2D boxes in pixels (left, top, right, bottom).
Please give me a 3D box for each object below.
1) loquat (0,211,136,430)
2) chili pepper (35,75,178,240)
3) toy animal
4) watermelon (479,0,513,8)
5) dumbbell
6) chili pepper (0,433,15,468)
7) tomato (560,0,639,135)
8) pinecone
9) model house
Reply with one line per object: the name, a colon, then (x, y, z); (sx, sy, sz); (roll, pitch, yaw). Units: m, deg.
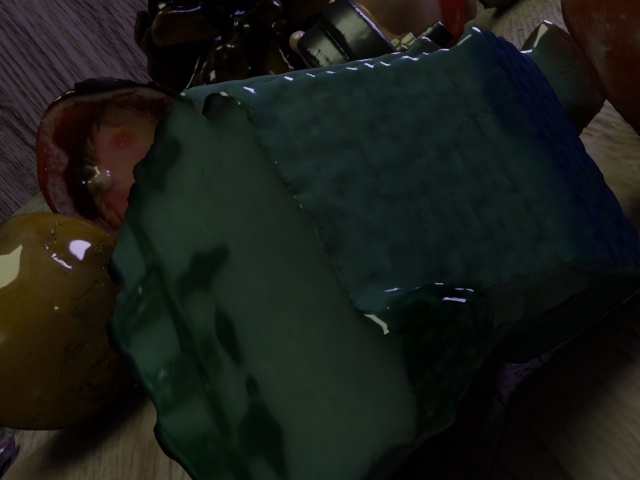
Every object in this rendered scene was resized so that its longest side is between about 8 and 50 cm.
loquat: (-0.286, 0.084, 1.508); (0.235, 0.235, 0.235); (-37, 15, 11)
chili pepper: (-0.250, -0.106, 1.972); (0.251, 0.229, 0.305); (2, 7, -5)
toy animal: (0.080, -0.253, 1.750); (0.198, 0.171, 0.171); (-46, 15, -8)
watermelon: (0.231, -0.335, 1.791); (0.094, 0.081, 0.180); (-53, -11, 30)
dumbbell: (-0.027, -0.088, 1.462); (0.388, 0.185, 0.185); (-38, 15, 5)
chili pepper: (-0.379, 0.257, 1.605); (0.050, 0.041, 0.153); (-4, 17, 33)
tomato: (0.266, -0.194, 1.115); (0.181, 0.155, 0.214); (-40, 15, 17)
pinecone: (-0.083, -0.306, 1.932); (0.384, 0.384, 0.384); (-37, 15, 11)
model house: (0.070, 0.009, 0.946); (0.329, 0.252, 0.295); (-23, -21, -32)
